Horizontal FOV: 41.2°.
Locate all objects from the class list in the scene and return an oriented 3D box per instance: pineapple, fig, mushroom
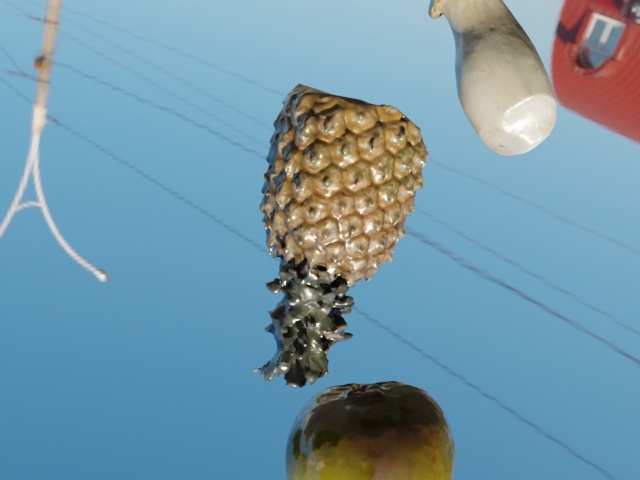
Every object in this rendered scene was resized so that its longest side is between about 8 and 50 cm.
[{"bbox_3d":[0.000,0.000,1.033,0.202,0.361,0.202,18,177,1],"label":"pineapple"},{"bbox_3d":[0.022,0.106,0.371,0.074,0.087,0.074,-3,-172,0],"label":"fig"},{"bbox_3d":[0.178,-0.189,0.882,0.088,0.212,0.097,-12,169,-6],"label":"mushroom"}]
